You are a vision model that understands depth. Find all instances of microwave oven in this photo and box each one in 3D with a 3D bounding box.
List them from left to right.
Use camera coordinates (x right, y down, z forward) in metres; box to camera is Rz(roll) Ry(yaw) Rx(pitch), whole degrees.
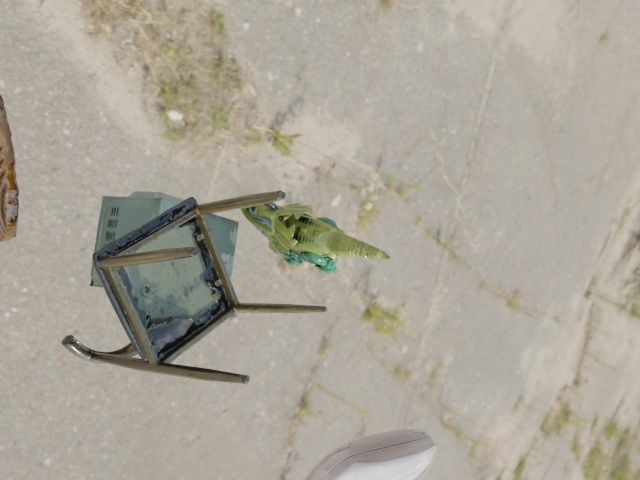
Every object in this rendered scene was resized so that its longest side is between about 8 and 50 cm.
[{"bbox_3d":[-0.238,0.017,1.242,0.208,0.122,0.162,20,75,-62],"label":"microwave oven"}]

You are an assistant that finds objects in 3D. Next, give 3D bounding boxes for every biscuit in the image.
[{"bbox_3d":[-0.430,-0.093,1.049,0.031,0.176,0.229,-13,126,-31],"label":"biscuit"}]

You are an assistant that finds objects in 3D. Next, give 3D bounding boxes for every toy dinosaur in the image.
[{"bbox_3d":[0.000,0.000,1.295,0.094,0.259,0.153,-68,160,-10],"label":"toy dinosaur"}]

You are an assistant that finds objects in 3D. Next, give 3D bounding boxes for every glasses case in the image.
[{"bbox_3d":[0.075,0.332,1.141,0.297,0.075,0.113,11,117,-55],"label":"glasses case"}]

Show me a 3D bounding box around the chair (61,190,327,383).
[{"bbox_3d":[-0.166,0.054,0.926,0.188,0.272,0.166,-38,114,-49],"label":"chair"}]
